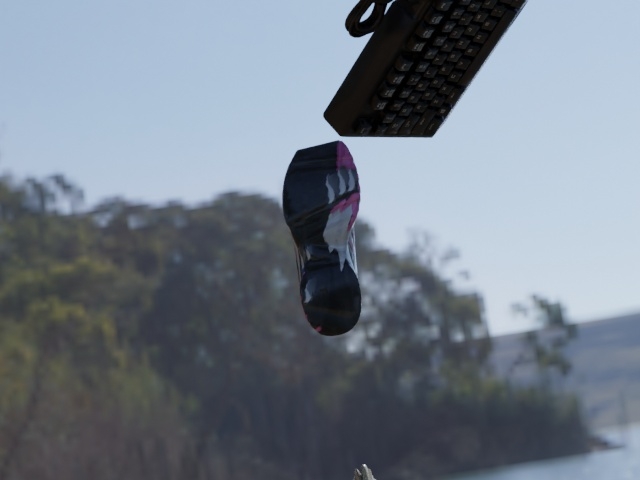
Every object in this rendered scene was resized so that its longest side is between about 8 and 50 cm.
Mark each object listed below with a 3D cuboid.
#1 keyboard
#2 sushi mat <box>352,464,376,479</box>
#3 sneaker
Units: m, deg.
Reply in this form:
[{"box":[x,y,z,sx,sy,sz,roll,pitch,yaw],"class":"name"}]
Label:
[{"box":[0.064,-0.120,0.953,0.108,0.023,0.180,3,-45,-35],"class":"keyboard"},{"box":[0.081,0.287,1.156,0.019,0.151,0.316,-28,34,8],"class":"sushi mat"},{"box":[0.000,0.000,1.677,0.072,0.178,0.077,1,-8,-2],"class":"sneaker"}]
